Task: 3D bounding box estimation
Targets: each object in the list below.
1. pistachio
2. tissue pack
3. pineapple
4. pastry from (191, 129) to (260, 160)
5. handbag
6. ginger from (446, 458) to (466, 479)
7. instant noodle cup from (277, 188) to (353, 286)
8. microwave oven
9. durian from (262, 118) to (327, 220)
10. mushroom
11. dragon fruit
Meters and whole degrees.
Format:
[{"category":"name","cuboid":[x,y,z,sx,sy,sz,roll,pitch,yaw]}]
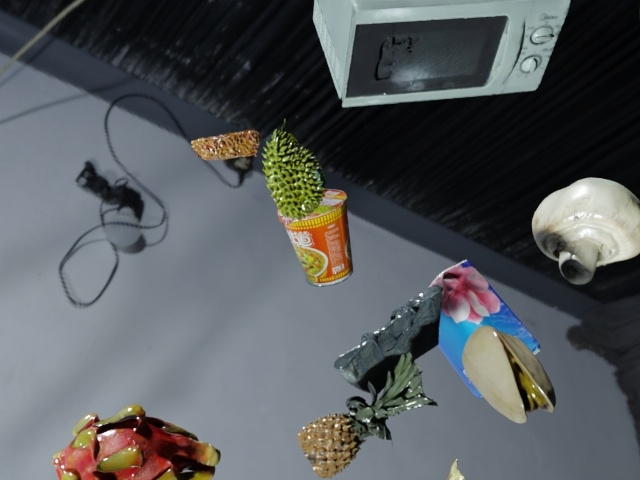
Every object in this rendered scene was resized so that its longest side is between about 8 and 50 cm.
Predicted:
[{"category":"pistachio","cuboid":[0.348,0.245,1.427,0.206,0.129,0.131,54,-13,49]},{"category":"tissue pack","cuboid":[0.352,0.211,1.793,0.137,0.209,0.270,-27,69,-27]},{"category":"pineapple","cuboid":[0.091,0.336,1.475,0.119,0.277,0.130,57,0,-12]},{"category":"pastry","cuboid":[-0.218,-0.218,1.813,0.169,0.087,0.063,-13,87,-21]},{"category":"handbag","cuboid":[0.145,0.204,1.564,0.270,0.175,0.089,-37,61,-13]},{"category":"ginger","cuboid":[0.296,0.565,1.745,0.044,0.057,0.137,27,82,-13]},{"category":"instant noodle cup","cuboid":[0.000,0.000,2.001,0.193,0.193,0.212,-40,124,-47]},{"category":"microwave oven","cuboid":[0.156,-0.319,1.095,0.295,0.181,0.238,-7,51,-11]},{"category":"durian","cuboid":[-0.047,-0.139,1.662,0.221,0.095,0.137,63,37,-26]},{"category":"mushroom","cuboid":[0.608,-0.008,1.757,0.260,0.253,0.234,63,39,-56]},{"category":"dragon fruit","cuboid":[-0.382,0.465,1.571,0.307,0.227,0.243,32,84,-16]}]
